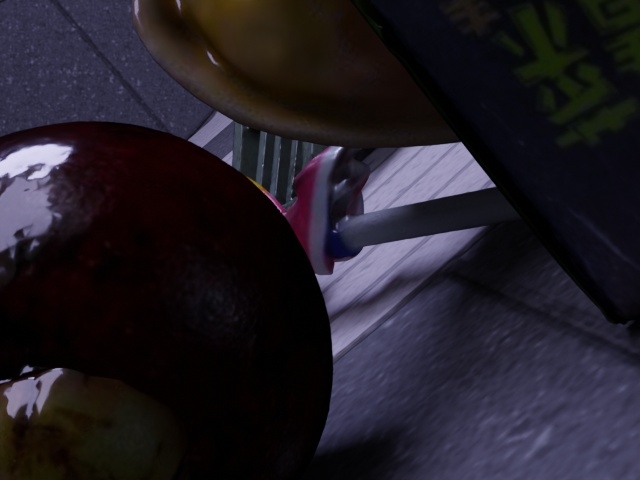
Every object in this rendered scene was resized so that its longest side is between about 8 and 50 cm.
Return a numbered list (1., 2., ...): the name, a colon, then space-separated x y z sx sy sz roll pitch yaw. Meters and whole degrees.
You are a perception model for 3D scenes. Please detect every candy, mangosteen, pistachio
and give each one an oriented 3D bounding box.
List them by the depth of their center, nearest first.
1. mangosteen: -0.088 0.055 0.492 0.200 0.200 0.200 -39 10 8
2. pistachio: 0.059 -0.126 0.604 0.299 0.187 0.187 -21 -6 -43
3. candy: 0.000 0.000 0.667 0.124 0.124 0.365 -46 20 -31

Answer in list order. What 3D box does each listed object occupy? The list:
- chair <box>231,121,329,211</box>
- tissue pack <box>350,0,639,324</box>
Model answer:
1. chair: 0.025 -0.121 1.022 0.136 0.147 0.270 -29 58 57
2. tissue pack: 0.073 -0.099 0.356 0.073 0.235 0.173 -47 12 -35
